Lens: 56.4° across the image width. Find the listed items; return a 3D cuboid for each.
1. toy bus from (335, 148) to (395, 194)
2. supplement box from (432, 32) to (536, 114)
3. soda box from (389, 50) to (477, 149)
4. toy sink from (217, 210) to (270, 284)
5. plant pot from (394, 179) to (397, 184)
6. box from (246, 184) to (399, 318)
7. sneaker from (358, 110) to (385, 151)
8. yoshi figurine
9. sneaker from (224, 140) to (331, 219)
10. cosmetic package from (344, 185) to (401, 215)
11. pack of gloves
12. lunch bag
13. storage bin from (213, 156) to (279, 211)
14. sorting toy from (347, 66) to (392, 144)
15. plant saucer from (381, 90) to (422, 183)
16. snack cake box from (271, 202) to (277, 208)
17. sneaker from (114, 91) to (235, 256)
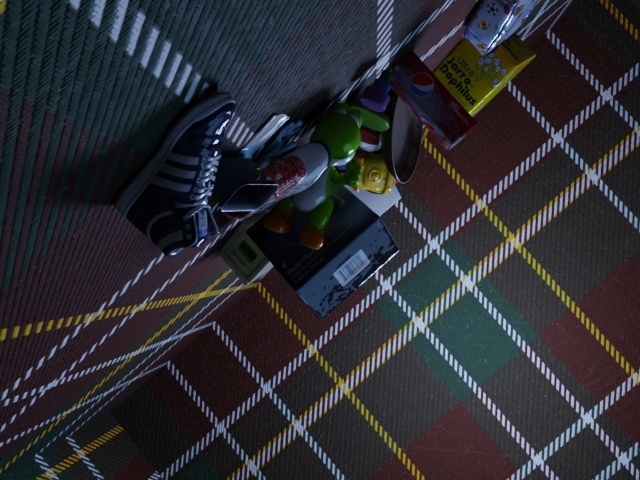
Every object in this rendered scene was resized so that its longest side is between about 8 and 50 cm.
[{"bbox_3d":[0.115,-0.242,1.945,0.211,0.220,0.149,-5,117,-21],"label":"toy bus"},{"bbox_3d":[0.522,-0.565,2.059,0.195,0.194,0.356,-36,173,-45],"label":"supplement box"},{"bbox_3d":[0.296,-0.373,1.604,0.092,0.263,0.083,-40,176,-3],"label":"soda box"},{"bbox_3d":[-0.227,0.041,1.945,0.234,0.153,0.131,-43,174,40],"label":"toy sink"},{"bbox_3d":[0.242,-0.316,2.160,0.191,0.191,0.174,-37,170,-37],"label":"plant pot"},{"bbox_3d":[0.000,0.000,1.665,0.296,0.294,0.183,-42,138,-4],"label":"box"},{"bbox_3d":[0.194,-0.379,1.890,0.297,0.111,0.129,-37,152,-37],"label":"sneaker"},{"bbox_3d":[-0.004,-0.169,1.459,0.203,0.203,0.362,18,99,-39],"label":"yoshi figurine"},{"bbox_3d":[-0.103,-0.131,1.353,0.270,0.090,0.145,-29,-177,18],"label":"sneaker"},{"bbox_3d":[0.124,-0.161,2.269,0.156,0.217,0.385,-20,-170,43],"label":"cosmetic package"},{"bbox_3d":[-0.130,-0.182,1.327,0.232,0.046,0.195,-43,176,20],"label":"pack of gloves"},{"bbox_3d":[0.549,-0.684,1.709,0.243,0.115,0.303,-42,175,-20],"label":"lunch bag"},{"bbox_3d":[-0.162,-0.124,1.217,0.098,0.091,0.135,-44,163,26],"label":"storage bin"},{"bbox_3d":[0.144,-0.368,1.596,0.126,0.127,0.365,-64,180,-7],"label":"sorting toy"},{"bbox_3d":[0.244,-0.328,1.790,0.310,0.050,0.311,7,90,-66],"label":"plant saucer"},{"bbox_3d":[-0.079,-0.135,1.882,0.152,0.089,0.264,-39,175,-5],"label":"snack cake box"},{"bbox_3d":[-0.197,-0.093,0.957,0.282,0.153,0.099,-43,175,23],"label":"sneaker"}]
